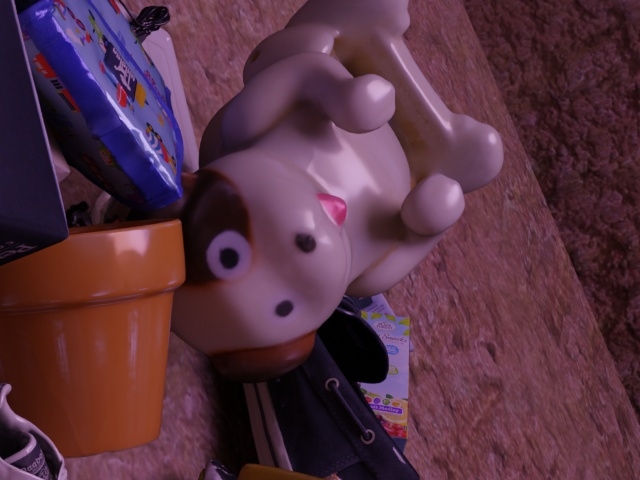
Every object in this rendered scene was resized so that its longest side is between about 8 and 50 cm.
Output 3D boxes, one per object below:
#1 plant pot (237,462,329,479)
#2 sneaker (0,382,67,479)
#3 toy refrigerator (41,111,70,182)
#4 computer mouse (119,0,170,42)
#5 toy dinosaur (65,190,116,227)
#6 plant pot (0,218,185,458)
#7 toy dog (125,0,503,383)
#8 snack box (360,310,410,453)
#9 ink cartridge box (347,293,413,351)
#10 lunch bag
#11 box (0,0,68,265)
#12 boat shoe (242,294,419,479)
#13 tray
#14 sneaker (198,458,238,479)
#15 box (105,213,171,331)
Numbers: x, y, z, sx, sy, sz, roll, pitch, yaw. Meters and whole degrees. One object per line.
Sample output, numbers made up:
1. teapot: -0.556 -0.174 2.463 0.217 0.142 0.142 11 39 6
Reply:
1. plant pot: 0.034 0.329 1.531 0.212 0.187 0.212 49 48 -42
2. sneaker: -0.241 0.218 1.453 0.235 0.095 0.090 60 20 -25
3. toy refrigerator: -0.333 -0.096 1.494 0.094 0.102 0.269 60 14 27
4. computer mouse: -0.253 -0.300 2.004 0.106 0.042 0.193 -45 113 -34
5. toy dinosaur: -0.224 0.029 1.710 0.118 0.064 0.268 47 40 -54
6. plant pot: -0.211 0.085 1.546 0.205 0.205 0.187 -15 99 -70
7. toy dog: -0.044 -0.050 1.820 0.284 0.395 0.408 64 28 -22
8. snack box: 0.060 0.217 2.143 0.207 0.070 0.174 -84 -175 -51
9. ink cartridge box: 0.000 0.000 2.257 0.311 0.065 0.186 61 -4 -27
10. lunch bag: -0.227 -0.149 1.661 0.221 0.138 0.293 58 -1 -26
11. box: -0.391 -0.072 1.066 0.395 0.294 0.212 16 56 -65
12. boat shoe: -0.008 0.125 1.995 0.187 0.156 0.500 50 14 -42
13. tray: -0.186 -0.152 2.068 0.145 0.030 0.270 24 48 -62
14. sneaker: -0.109 0.291 1.718 0.111 0.121 0.300 41 1 5
15. box: -0.202 0.050 1.819 0.137 0.027 0.094 64 20 -11
